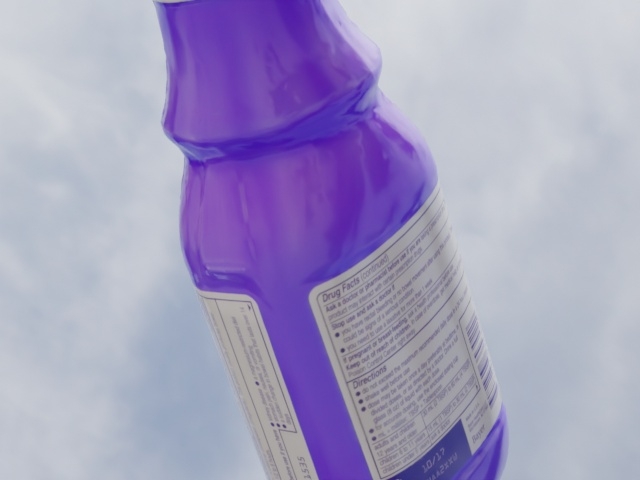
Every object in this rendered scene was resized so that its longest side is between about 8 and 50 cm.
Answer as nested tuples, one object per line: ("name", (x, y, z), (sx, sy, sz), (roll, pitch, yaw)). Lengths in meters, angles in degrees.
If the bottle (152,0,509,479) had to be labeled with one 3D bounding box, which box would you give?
("bottle", (0.000, 0.000, 0.601), (0.092, 0.283, 0.118), (2, -148, 39))
